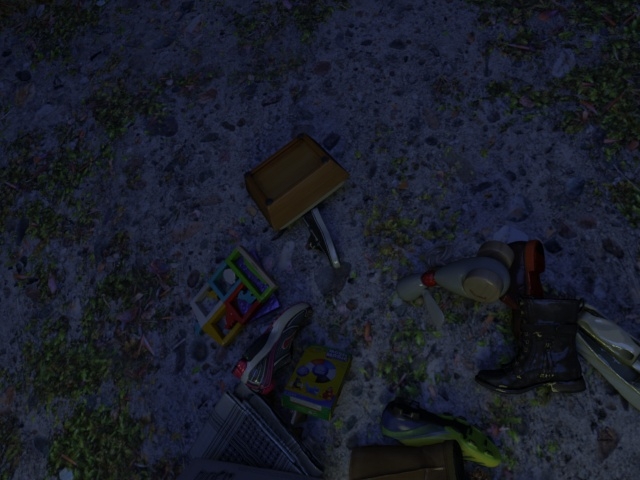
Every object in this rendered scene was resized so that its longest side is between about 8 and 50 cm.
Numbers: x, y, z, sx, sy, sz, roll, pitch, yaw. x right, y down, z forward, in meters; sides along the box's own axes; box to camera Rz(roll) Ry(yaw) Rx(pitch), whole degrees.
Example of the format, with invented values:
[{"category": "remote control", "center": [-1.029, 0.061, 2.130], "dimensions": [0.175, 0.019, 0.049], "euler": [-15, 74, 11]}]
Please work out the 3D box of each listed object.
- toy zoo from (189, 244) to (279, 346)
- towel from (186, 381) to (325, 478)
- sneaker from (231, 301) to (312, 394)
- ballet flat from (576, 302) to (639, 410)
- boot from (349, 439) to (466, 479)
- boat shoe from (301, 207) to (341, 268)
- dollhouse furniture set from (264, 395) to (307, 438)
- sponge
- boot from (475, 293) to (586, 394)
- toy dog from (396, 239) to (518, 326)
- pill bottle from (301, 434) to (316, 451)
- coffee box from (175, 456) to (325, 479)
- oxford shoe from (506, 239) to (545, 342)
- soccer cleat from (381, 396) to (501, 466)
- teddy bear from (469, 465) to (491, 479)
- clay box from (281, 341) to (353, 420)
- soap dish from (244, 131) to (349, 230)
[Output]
[{"category": "toy zoo", "center": [-0.281, 0.182, 1.249], "dimensions": [0.192, 0.030, 0.293], "euler": [43, 97, 26]}, {"category": "towel", "center": [-0.183, 0.561, 1.039], "dimensions": [0.312, 0.056, 0.324], "euler": [41, 108, 22]}, {"category": "sneaker", "center": [-0.110, 0.284, 1.116], "dimensions": [0.112, 0.121, 0.299], "euler": [39, 48, 5]}, {"category": "ballet flat", "center": [0.730, 0.289, 0.949], "dimensions": [0.139, 0.139, 0.400], "euler": [-45, 67, -6]}, {"category": "boot", "center": [0.192, 0.575, 0.917], "dimensions": [0.270, 0.089, 0.236], "euler": [-23, 31, 28]}, {"category": "boat shoe", "center": [0.000, 0.000, 1.258], "dimensions": [0.070, 0.077, 0.219], "euler": [-25, 59, 2]}, {"category": "dollhouse furniture set", "center": [-0.127, 0.474, 1.083], "dimensions": [0.151, 0.123, 0.144], "euler": [11, 73, 17]}, {"category": "sponge", "center": [-0.214, 0.142, 1.276], "dimensions": [0.117, 0.031, 0.210], "euler": [-29, 68, 2]}, {"category": "boot", "center": [0.501, 0.245, 0.994], "dimensions": [0.263, 0.091, 0.228], "euler": [-8, 87, 19]}, {"category": "toy dog", "center": [0.363, 0.124, 1.049], "dimensions": [0.220, 0.334, 0.161], "euler": [-40, 100, -17]}, {"category": "pill bottle", "center": [-0.047, 0.556, 1.078], "dimensions": [0.043, 0.043, 0.083], "euler": [36, 82, 22]}, {"category": "coffee box", "center": [-0.192, 0.720, 0.835], "dimensions": [0.338, 0.338, 0.334], "euler": [2, 99, 14]}, {"category": "oxford shoe", "center": [0.531, 0.134, 1.091], "dimensions": [0.098, 0.097, 0.271], "euler": [-2, 74, 49]}, {"category": "soccer cleat", "center": [0.290, 0.491, 1.015], "dimensions": [0.289, 0.093, 0.121], "euler": [18, 106, 14]}, {"category": "teddy bear", "center": [0.320, 0.650, 0.938], "dimensions": [0.338, 0.113, 0.245], "euler": [-5, 62, 19]}, {"category": "clay box", "center": [0.001, 0.349, 1.068], "dimensions": [0.128, 0.053, 0.222], "euler": [11, 31, 15]}, {"category": "soap dish", "center": [-0.088, -0.197, 1.301], "dimensions": [0.291, 0.118, 0.229], "euler": [-37, 53, -1]}]
